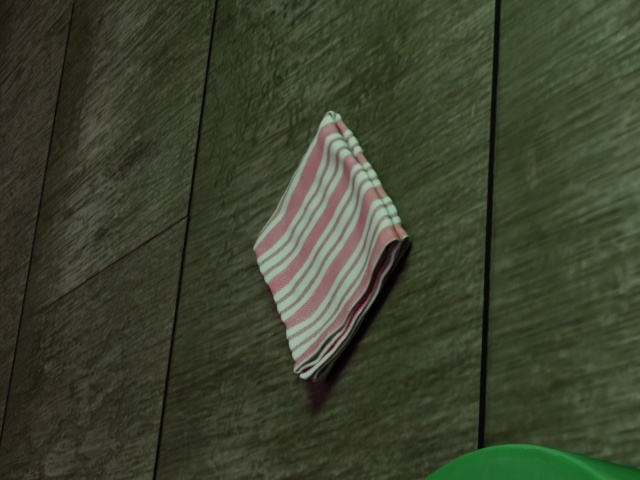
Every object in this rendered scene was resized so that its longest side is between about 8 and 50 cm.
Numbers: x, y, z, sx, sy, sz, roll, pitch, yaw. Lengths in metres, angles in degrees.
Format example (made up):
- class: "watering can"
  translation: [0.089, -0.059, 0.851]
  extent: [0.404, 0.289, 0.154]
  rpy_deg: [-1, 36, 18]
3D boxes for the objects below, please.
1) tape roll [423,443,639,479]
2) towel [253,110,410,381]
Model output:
- class: "tape roll"
  translation: [0.103, 0.265, 0.648]
  extent: [0.321, 0.077, 0.321]
  rpy_deg: [-37, 45, 49]
- class: "towel"
  translation: [0.000, 0.000, 1.035]
  extent: [0.144, 0.029, 0.197]
  rpy_deg: [-60, 30, 24]
